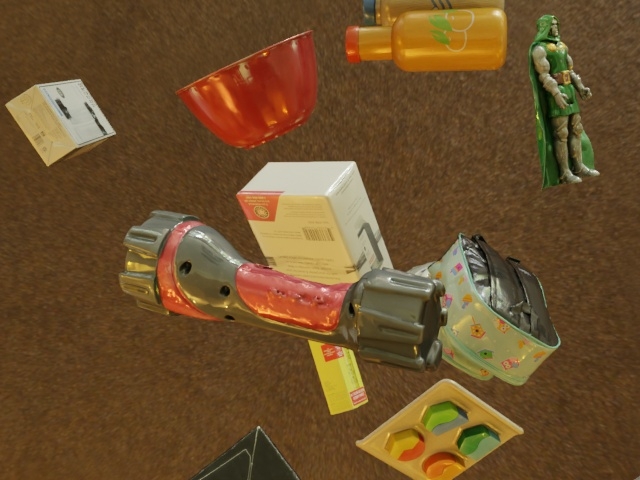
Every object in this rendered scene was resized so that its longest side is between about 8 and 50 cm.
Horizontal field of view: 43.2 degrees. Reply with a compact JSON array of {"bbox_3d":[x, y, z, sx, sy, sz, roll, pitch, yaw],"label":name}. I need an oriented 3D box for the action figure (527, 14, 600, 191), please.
[{"bbox_3d":[0.331,-0.195,1.117,0.137,0.063,0.232,-21,99,-42],"label":"action figure"}]

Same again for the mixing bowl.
[{"bbox_3d":[-0.073,-0.173,0.980,0.181,0.181,0.098,-25,103,-1],"label":"mixing bowl"}]

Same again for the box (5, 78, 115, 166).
[{"bbox_3d":[-0.605,-0.285,1.912,0.087,0.290,0.169,-31,99,9],"label":"box"}]

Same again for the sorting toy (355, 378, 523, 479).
[{"bbox_3d":[0.191,0.320,1.289,0.193,0.038,0.208,36,118,-29],"label":"sorting toy"}]

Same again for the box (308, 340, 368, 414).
[{"bbox_3d":[0.028,0.242,1.706,0.058,0.087,0.232,-20,81,24],"label":"box"}]

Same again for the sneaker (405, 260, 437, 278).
[{"bbox_3d":[0.223,0.078,1.616,0.115,0.281,0.105,-1,88,32],"label":"sneaker"}]

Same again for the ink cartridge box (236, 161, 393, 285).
[{"bbox_3d":[0.000,0.000,1.151,0.158,0.092,0.218,4,129,35],"label":"ink cartridge box"}]

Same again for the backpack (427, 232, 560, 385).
[{"bbox_3d":[0.221,0.101,1.064,0.165,0.188,0.144,32,108,-19],"label":"backpack"}]

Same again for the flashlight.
[{"bbox_3d":[-0.038,0.042,0.750,0.304,0.103,0.103,9,89,25],"label":"flashlight"}]

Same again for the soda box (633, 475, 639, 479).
[{"bbox_3d":[0.311,0.325,0.638,0.092,0.083,0.263,-30,66,-29],"label":"soda box"}]

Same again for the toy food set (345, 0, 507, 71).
[{"bbox_3d":[0.076,-0.228,0.564,0.104,0.111,0.232,1,91,10],"label":"toy food set"}]

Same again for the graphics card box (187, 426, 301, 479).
[{"bbox_3d":[-0.009,0.302,0.671,0.094,0.371,0.233,-34,72,-16],"label":"graphics card box"}]
